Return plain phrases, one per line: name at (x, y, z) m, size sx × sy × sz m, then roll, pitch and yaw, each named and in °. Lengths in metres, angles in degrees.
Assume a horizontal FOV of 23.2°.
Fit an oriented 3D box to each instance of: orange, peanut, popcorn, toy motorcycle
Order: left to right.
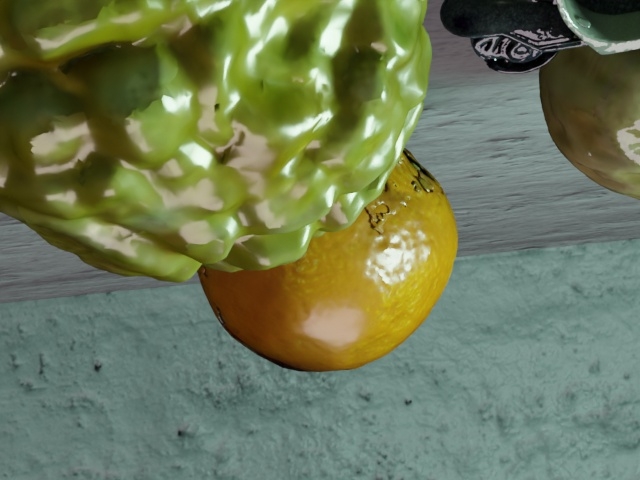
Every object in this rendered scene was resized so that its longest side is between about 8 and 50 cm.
popcorn at (-0.081, -0.106, 0.651) m, size 0.270 × 0.224 × 0.258 m, roll 33°, pitch 170°, yaw 5°
orange at (0.000, 0.000, 1.449) m, size 0.246 × 0.246 × 0.246 m, roll -7°, pitch 172°, yaw -1°
toy motorcycle at (0.188, -0.164, 0.837) m, size 0.263 × 0.091 × 0.157 m, roll -10°, pitch 140°, yaw 12°
peanut at (0.293, -0.103, 1.171) m, size 0.192 × 0.169 × 0.387 m, roll 30°, pitch -167°, yaw 28°
